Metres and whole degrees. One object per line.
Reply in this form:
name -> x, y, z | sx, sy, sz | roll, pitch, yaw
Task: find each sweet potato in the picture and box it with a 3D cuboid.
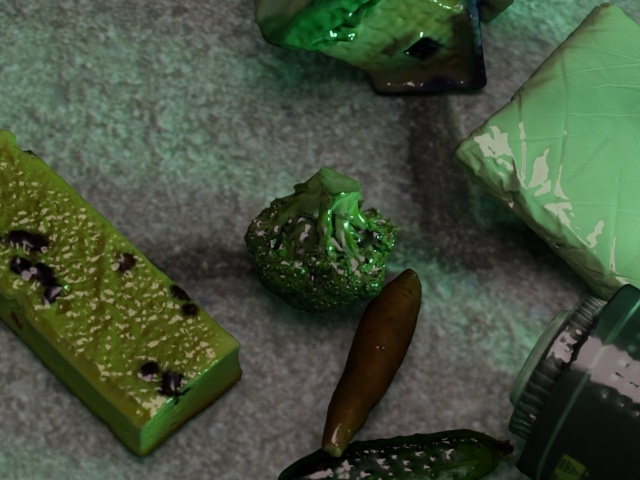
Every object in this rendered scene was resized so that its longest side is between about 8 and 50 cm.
sweet potato -> 0.051, 0.115, 1.869 | 0.057, 0.057, 0.264 | 18, 46, 6

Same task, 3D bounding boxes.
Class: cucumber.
cucumber -> 0.072, 0.213, 1.821 | 0.227, 0.069, 0.069 | -8, 59, -15

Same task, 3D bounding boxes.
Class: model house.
model house -> 0.127, -0.312, 2.020 | 0.280, 0.312, 0.245 | 23, 46, -35

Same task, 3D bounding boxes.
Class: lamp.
lamp -> 0.304, 0.180, 1.778 | 0.272, 0.205, 0.374 | 12, 64, 7

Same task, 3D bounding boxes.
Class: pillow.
pillow -> 0.310, -0.075, 2.000 | 0.274, 0.076, 0.281 | 44, 61, 2

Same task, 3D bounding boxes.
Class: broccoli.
broccoli -> 0.000, 0.000, 1.912 | 0.146, 0.138, 0.162 | 15, 26, -3

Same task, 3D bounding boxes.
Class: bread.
bread -> -0.244, 0.040, 1.891 | 0.361, 0.077, 0.138 | 41, 63, 19
